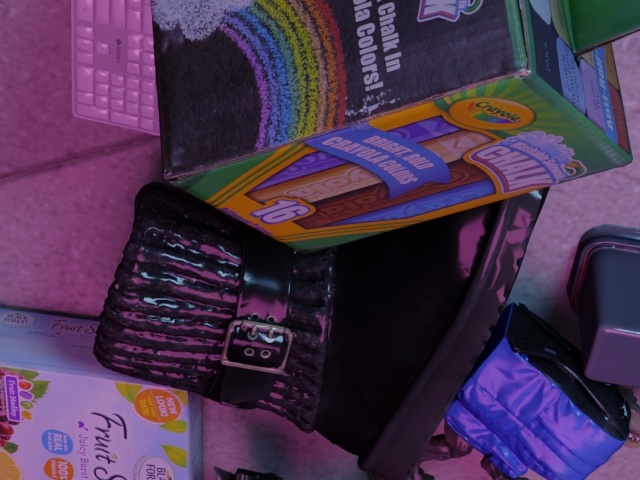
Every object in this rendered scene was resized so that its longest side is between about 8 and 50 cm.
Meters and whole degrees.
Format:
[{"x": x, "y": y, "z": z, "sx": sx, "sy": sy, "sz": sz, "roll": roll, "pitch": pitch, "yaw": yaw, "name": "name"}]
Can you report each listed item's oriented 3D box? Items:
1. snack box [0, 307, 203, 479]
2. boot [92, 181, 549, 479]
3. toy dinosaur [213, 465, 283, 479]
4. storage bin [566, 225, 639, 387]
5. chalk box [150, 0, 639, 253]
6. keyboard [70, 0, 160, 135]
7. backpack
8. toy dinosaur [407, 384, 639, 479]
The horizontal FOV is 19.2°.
[{"x": -0.183, "y": 0.156, "z": 1.506, "sx": 0.174, "sy": 0.070, "sz": 0.207, "roll": 8, "pitch": 133, "yaw": 4, "name": "snack box"}, {"x": -0.001, "y": 0.003, "z": 1.297, "sx": 0.260, "sy": 0.131, "sz": 0.348, "roll": 26, "pitch": 122, "yaw": 0, "name": "boot"}, {"x": -0.031, "y": 0.297, "z": 1.485, "sx": 0.164, "sy": 0.218, "sz": 0.322, "roll": 13, "pitch": 176, "yaw": -24, "name": "toy dinosaur"}, {"x": 0.241, "y": 0.062, "z": 1.331, "sx": 0.135, "sy": 0.091, "sz": 0.098, "roll": 11, "pitch": 133, "yaw": 2, "name": "storage bin"}, {"x": 0.068, "y": -0.126, "z": 1.096, "sx": 0.289, "sy": 0.180, "sz": 0.179, "roll": -14, "pitch": 160, "yaw": 22, "name": "chalk box"}, {"x": -0.129, "y": -0.174, "z": 1.238, "sx": 0.072, "sy": 0.014, "sz": 0.256, "roll": 9, "pitch": 132, "yaw": 2, "name": "keyboard"}, {"x": 0.157, "y": 0.119, "z": 1.357, "sx": 0.120, "sy": 0.098, "sz": 0.101, "roll": 37, "pitch": 116, "yaw": -4, "name": "backpack"}, {"x": 0.116, "y": 0.143, "z": 1.448, "sx": 0.268, "sy": 0.064, "sz": 0.118, "roll": 7, "pitch": 118, "yaw": 5, "name": "toy dinosaur"}]
